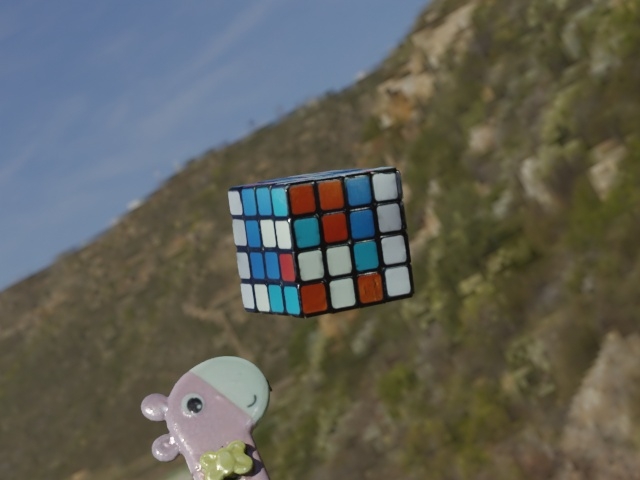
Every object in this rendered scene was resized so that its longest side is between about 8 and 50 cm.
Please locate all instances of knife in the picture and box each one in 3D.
[{"bbox_3d":[-0.057,0.284,1.667,0.132,0.398,0.038,-22,-28,-4],"label":"knife"}]

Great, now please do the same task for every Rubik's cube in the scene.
[{"bbox_3d":[0.000,0.000,2.052,0.155,0.154,0.151,-9,6,-29],"label":"Rubik's cube"}]
